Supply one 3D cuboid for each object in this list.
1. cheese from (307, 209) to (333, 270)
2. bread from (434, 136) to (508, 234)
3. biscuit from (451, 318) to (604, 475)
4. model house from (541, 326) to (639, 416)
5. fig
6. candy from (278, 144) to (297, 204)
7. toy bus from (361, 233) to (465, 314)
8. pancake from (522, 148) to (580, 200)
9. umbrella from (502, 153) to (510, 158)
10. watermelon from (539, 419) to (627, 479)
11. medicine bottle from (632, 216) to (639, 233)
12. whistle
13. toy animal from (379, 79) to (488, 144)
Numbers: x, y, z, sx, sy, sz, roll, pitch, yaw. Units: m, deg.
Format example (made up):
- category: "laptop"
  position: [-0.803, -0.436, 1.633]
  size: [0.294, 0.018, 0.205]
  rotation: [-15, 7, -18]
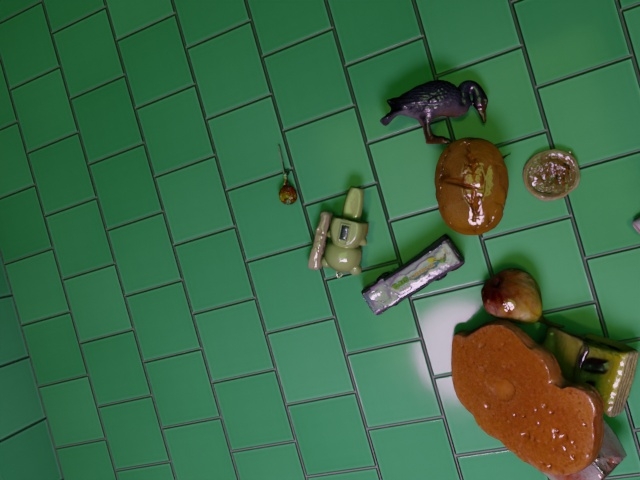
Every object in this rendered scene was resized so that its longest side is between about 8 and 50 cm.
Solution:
- category: "cheese"
  position: [0.000, 0.000, 1.610]
  size: [0.044, 0.065, 0.193]
  rotation: [17, 100, 21]
- category: "bread"
  position: [0.422, -0.152, 1.429]
  size: [0.196, 0.143, 0.269]
  rotation: [0, 100, 21]
- category: "biscuit"
  position: [0.526, 0.411, 1.372]
  size: [0.455, 0.078, 0.349]
  rotation: [46, 132, 38]
- category: "model house"
  position: [0.734, 0.353, 1.387]
  size: [0.235, 0.175, 0.193]
  rotation: [10, 96, -17]
- category: "fig"
  position: [0.580, 0.185, 1.435]
  size: [0.257, 0.159, 0.159]
  rotation: [31, 102, -10]
- category: "candy"
  position: [-0.117, -0.211, 1.643]
  size: [0.061, 0.060, 0.200]
  rotation: [-12, 83, 17]
- category: "toy bus"
  position: [0.265, 0.109, 1.504]
  size: [0.317, 0.138, 0.112]
  rotation: [-36, 83, 14]
- category: "pancake"
  position: [0.646, -0.185, 1.431]
  size: [0.152, 0.025, 0.151]
  rotation: [1, 95, 18]
- category: "umbrella"
  position: [0.492, -0.220, 1.479]
  size: [0.122, 0.013, 0.022]
  rotation: [-23, 68, 18]
- category: "watermelon"
  position: [0.647, 0.521, 1.402]
  size: [0.224, 0.180, 0.305]
  rotation: [-44, 54, -2]
- category: "medicine bottle"
  position: [0.883, -0.055, 1.357]
  size: [0.089, 0.052, 0.052]
  rotation: [-37, 84, 15]
- category: "whistle"
  position: [0.083, -0.022, 1.562]
  size: [0.131, 0.106, 0.288]
  rotation: [14, 99, 16]
- category: "toy animal"
  position: [0.323, -0.370, 1.462]
  size: [0.299, 0.122, 0.185]
  rotation: [6, 100, 9]
